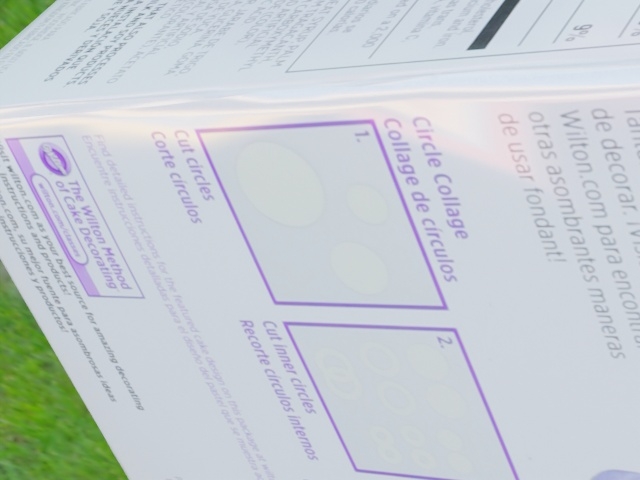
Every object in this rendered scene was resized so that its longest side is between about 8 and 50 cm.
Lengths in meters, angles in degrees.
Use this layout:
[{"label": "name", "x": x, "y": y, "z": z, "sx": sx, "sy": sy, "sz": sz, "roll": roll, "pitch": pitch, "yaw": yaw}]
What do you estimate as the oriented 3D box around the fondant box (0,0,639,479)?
[{"label": "fondant box", "x": 0.087, "y": 0.035, "z": 0.411, "sx": 0.330, "sy": 0.238, "sz": 0.096, "roll": 1, "pitch": 38, "yaw": 38}]
